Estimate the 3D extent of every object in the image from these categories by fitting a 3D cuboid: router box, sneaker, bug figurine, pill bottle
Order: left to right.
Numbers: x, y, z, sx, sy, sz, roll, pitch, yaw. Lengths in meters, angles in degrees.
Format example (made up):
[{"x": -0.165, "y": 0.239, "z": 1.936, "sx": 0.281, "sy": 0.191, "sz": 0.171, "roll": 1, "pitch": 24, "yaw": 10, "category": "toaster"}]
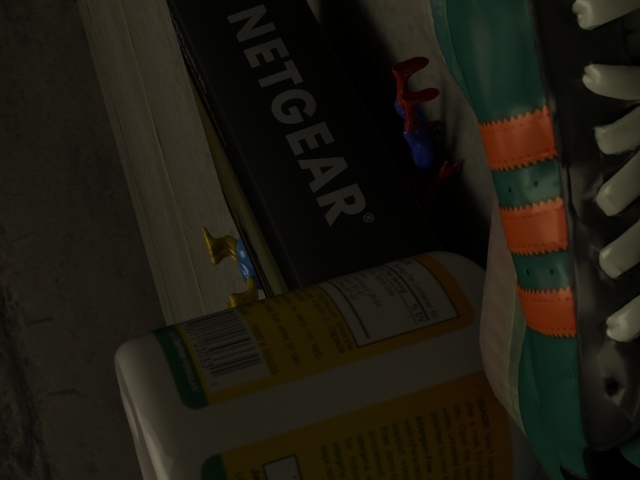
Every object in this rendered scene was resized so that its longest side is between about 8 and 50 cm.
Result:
[{"x": -0.017, "y": 0.116, "z": 1.070, "sx": 0.216, "sy": 0.072, "sz": 0.279, "roll": 93, "pitch": 153, "yaw": -71, "category": "bug figurine"}, {"x": 0.000, "y": 0.000, "z": 0.785, "sx": 0.243, "sy": 0.081, "sz": 0.309, "roll": 79, "pitch": 168, "yaw": -54, "category": "router box"}, {"x": 0.025, "y": 0.071, "z": 0.540, "sx": 0.117, "sy": 0.208, "sz": 0.117, "roll": 164, "pitch": 90, "yaw": -76, "category": "pill bottle"}, {"x": 0.104, "y": -0.013, "z": 0.364, "sx": 0.121, "sy": 0.108, "sz": 0.302, "roll": -122, "pitch": 13, "yaw": -48, "category": "sneaker"}]

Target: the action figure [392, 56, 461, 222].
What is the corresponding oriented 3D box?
[{"x": 0.057, "y": -0.047, "z": 0.670, "sx": 0.115, "sy": 0.030, "sz": 0.038, "roll": 83, "pitch": 170, "yaw": -52, "category": "action figure"}]
